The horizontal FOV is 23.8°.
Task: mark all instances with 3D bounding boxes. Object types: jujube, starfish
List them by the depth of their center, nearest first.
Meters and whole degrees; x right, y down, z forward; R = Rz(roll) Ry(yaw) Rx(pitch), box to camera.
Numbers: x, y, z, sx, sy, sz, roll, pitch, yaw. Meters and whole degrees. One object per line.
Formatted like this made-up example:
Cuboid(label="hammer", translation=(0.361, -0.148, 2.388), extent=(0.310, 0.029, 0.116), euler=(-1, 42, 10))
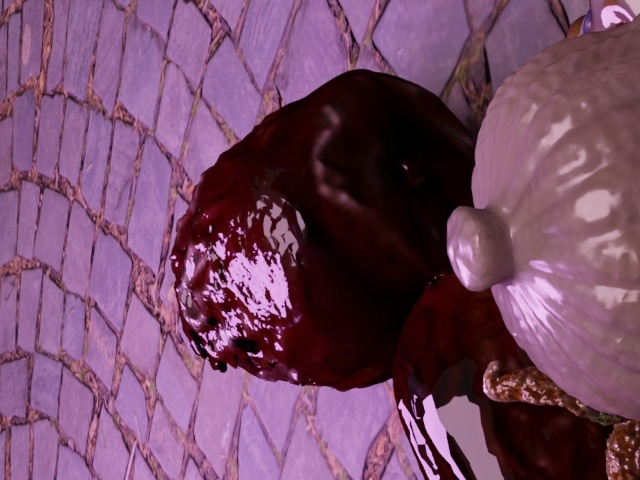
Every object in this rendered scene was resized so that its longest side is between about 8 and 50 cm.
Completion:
Cuboid(label="starfish", translation=(0.202, 0.107, 0.925), extent=(0.053, 0.209, 0.150), euler=(86, -163, -56))
Cuboid(label="jujube", translation=(0.140, 0.128, 1.030), extent=(0.183, 0.183, 0.243), euler=(-52, 44, 47))
Cuboid(label="jujube", translation=(0.000, 0.000, 1.262), extent=(0.376, 0.258, 0.258), euler=(-14, 73, 61))

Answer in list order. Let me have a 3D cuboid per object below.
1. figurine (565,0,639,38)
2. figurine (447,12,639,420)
Cuboid(label="figurine", translation=(0.228, -0.078, 0.955), extent=(0.194, 0.133, 0.274), euler=(170, 94, -80))
Cuboid(label="figurine", translation=(0.218, 0.002, 0.715), extent=(0.204, 0.332, 0.185), euler=(-57, 37, 18))
